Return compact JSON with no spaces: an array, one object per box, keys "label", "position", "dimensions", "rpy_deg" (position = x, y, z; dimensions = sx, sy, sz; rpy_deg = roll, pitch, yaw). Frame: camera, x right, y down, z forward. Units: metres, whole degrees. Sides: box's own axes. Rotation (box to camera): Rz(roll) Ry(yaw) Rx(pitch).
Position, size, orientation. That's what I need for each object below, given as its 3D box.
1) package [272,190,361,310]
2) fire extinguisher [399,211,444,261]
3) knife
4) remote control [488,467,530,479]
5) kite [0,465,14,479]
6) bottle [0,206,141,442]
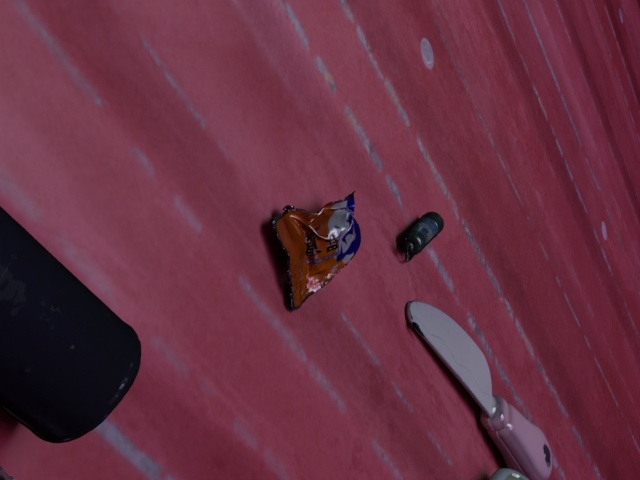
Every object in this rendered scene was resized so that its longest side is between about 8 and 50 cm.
[{"label":"package","position":[-0.001,0.000,0.726],"dimensions":[0.110,0.033,0.077],"rpy_deg":[-33,134,-43]},{"label":"fire extinguisher","position":[0.098,-0.001,0.897],"dimensions":[0.083,0.025,0.038],"rpy_deg":[-37,137,-56]},{"label":"knife","position":[0.180,0.158,0.981],"dimensions":[0.336,0.043,0.081],"rpy_deg":[54,34,-34]},{"label":"remote control","position":[0.163,0.327,0.839],"dimensions":[0.335,0.128,0.066],"rpy_deg":[-21,140,-59]},{"label":"kite","position":[-0.162,0.146,0.309],"dimensions":[0.322,0.013,0.268],"rpy_deg":[10,38,-25]},{"label":"bottle","position":[-0.175,-0.003,0.390],"dimensions":[0.082,0.072,0.244],"rpy_deg":[-42,129,-4]}]
